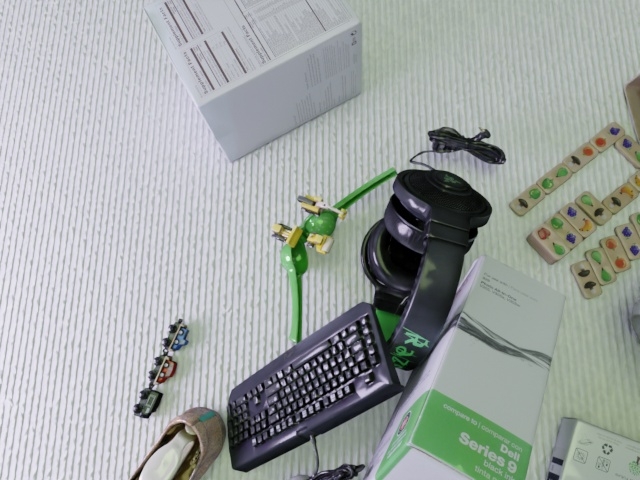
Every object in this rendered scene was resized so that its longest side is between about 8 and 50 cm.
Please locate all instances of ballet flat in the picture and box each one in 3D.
[{"bbox_3d":[-0.250,0.371,0.744,0.108,0.106,0.315,28,79,11],"label":"ballet flat"}]

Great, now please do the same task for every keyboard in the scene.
[{"bbox_3d":[-0.021,0.232,0.692,0.317,0.033,0.201,-40,53,33],"label":"keyboard"}]

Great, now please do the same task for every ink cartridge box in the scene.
[{"bbox_3d":[0.366,0.423,0.709,0.166,0.065,0.332,21,76,9],"label":"ink cartridge box"},{"bbox_3d":[0.172,0.190,0.654,0.122,0.211,0.289,28,49,10],"label":"ink cartridge box"}]

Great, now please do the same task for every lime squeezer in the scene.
[{"bbox_3d":[0.000,0.000,0.834,0.110,0.059,0.310,13,67,52],"label":"lime squeezer"}]

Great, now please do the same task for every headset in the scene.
[{"bbox_3d":[0.167,-0.006,0.760,0.186,0.243,0.393,16,59,-3],"label":"headset"}]

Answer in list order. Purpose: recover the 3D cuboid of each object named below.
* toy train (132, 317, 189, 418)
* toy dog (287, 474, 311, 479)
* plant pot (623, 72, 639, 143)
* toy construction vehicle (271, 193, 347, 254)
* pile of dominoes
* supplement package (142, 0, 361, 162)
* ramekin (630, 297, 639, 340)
[{"bbox_3d":[-0.241,0.197,0.830,0.036,0.027,0.158,20,78,5],"label":"toy train"},{"bbox_3d":[0.094,0.425,0.677,0.334,0.161,0.219,6,75,5],"label":"toy dog"},{"bbox_3d":[0.570,-0.226,0.852,0.097,0.109,0.108,-4,75,-10],"label":"plant pot"},{"bbox_3d":[-0.019,-0.027,0.811,0.098,0.035,0.085,24,76,23],"label":"toy construction vehicle"},{"bbox_3d":[0.445,-0.054,0.844,0.251,0.040,0.196,-38,76,-6],"label":"pile of dominoes"},{"bbox_3d":[-0.095,-0.299,0.862,0.263,0.199,0.198,-29,75,-4],"label":"supplement package"},{"bbox_3d":[0.516,0.131,0.710,0.109,0.207,0.207,-36,76,3],"label":"ramekin"}]
